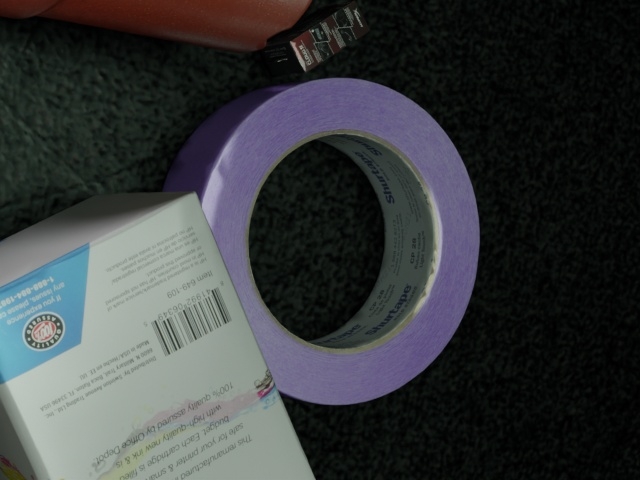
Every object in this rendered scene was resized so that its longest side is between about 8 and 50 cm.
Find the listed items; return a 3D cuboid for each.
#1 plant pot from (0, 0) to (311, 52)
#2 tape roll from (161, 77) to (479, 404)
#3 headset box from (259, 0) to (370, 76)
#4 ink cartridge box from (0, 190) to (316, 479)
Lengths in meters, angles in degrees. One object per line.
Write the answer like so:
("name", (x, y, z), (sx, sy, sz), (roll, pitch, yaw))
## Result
("plant pot", (-0.143, -0.269, 1.270), (0.265, 0.272, 0.272), (13, 85, -37))
("tape roll", (0.000, 0.000, 1.438), (0.275, 0.090, 0.274), (-1, 92, -30))
("headset box", (-0.009, -0.171, 1.444), (0.083, 0.062, 0.032), (-34, 106, -23))
("ink cartridge box", (-0.164, 0.124, 1.288), (0.198, 0.197, 0.270), (-28, 104, -26))
